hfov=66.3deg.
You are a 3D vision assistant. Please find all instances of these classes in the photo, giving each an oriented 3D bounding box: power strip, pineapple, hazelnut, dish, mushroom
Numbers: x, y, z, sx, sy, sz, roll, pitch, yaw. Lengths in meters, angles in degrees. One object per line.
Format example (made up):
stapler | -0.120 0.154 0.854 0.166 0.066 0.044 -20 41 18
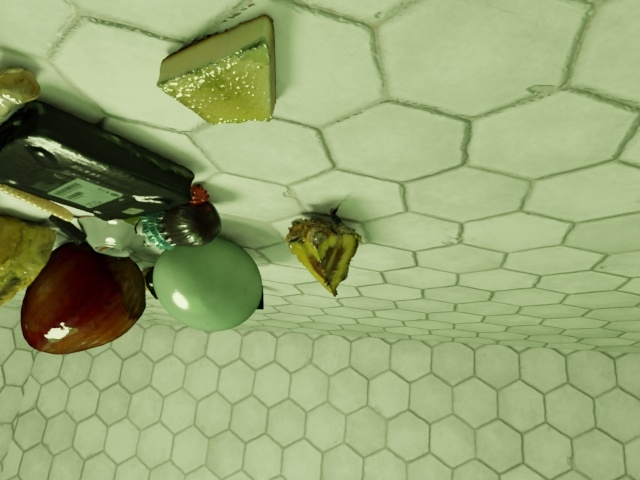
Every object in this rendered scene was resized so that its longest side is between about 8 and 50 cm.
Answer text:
power strip | -0.717 -0.036 1.394 0.038 0.029 0.111 -16 122 48
pineapple | 0.004 -0.004 1.241 0.161 0.158 0.334 40 172 29
hazelnut | -0.781 0.193 1.606 0.421 0.421 0.352 -20 108 52
dish | -0.617 0.002 1.467 0.229 0.081 0.229 6 161 2
mushroom | -0.524 -0.234 0.805 0.202 0.054 0.059 -3 155 41

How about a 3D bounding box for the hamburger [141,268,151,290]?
hamburger | -0.642 0.159 1.931 0.147 0.083 0.138 -11 151 36

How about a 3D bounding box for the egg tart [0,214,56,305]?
egg tart | -0.972 0.050 1.400 0.352 0.339 0.153 11 144 9

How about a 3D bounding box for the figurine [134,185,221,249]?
figurine | -0.349 -0.043 1.181 0.245 0.110 0.138 -10 123 32

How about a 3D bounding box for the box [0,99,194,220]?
box | -0.486 -0.135 1.016 0.359 0.091 0.350 -9 156 41

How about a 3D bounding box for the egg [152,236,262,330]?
egg | -0.322 0.126 1.438 0.276 0.276 0.389 -2 158 20

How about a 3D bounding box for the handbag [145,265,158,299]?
handbag | -0.484 0.151 1.782 0.275 0.088 0.244 -5 160 -13

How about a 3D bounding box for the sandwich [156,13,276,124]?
sandwich | -0.109 -0.225 0.704 0.193 0.058 0.162 -9 158 31

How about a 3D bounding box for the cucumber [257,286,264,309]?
cucumber | -0.276 0.226 1.984 0.116 0.115 0.062 8 162 -34

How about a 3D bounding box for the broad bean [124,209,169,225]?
broad bean | -0.408 -0.059 1.283 0.254 0.046 0.065 -2 153 18

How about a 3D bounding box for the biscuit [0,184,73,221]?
biscuit | -0.726 -0.119 1.166 0.160 0.030 0.250 20 168 27
